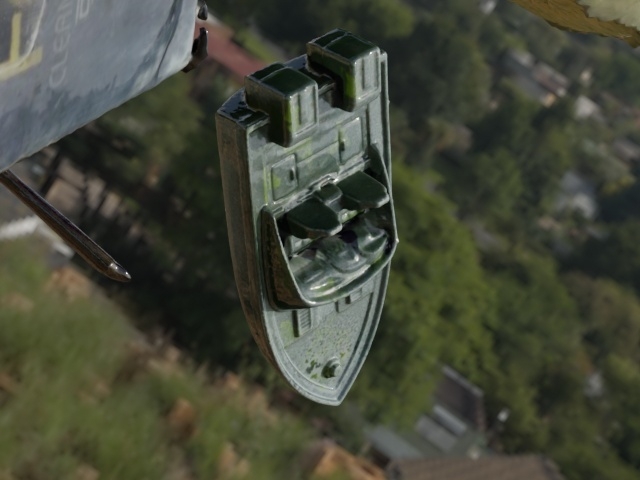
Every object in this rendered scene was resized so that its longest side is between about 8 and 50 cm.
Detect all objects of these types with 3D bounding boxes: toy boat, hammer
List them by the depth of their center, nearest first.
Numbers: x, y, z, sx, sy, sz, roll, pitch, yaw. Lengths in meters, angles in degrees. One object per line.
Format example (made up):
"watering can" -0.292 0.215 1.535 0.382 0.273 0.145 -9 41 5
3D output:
"hammer" -0.196 -0.030 1.149 0.178 0.021 0.065 42 -3 7
"toy boat" 0.000 0.000 1.296 0.141 0.319 0.092 -32 44 -33

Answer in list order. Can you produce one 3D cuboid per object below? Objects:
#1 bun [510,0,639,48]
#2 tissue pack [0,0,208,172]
"bun" 0.177 -0.324 1.478 0.364 0.202 0.364 29 5 -3
"tissue pack" -0.166 -0.159 0.789 0.122 0.259 0.361 15 24 17
